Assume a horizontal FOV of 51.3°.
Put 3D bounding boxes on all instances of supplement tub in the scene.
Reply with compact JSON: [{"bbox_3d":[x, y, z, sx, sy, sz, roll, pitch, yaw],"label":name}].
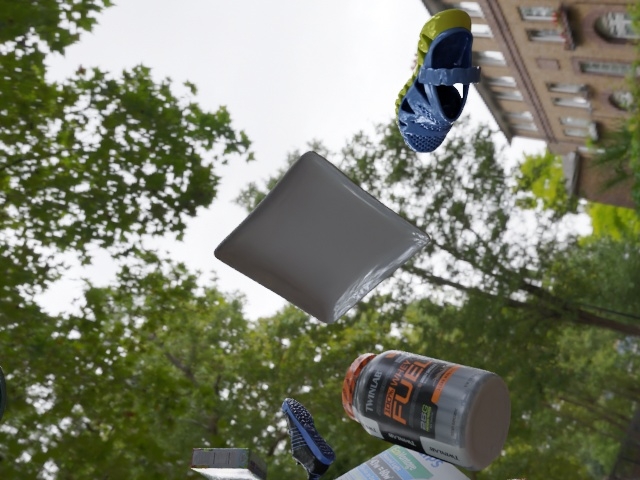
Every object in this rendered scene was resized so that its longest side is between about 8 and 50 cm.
[{"bbox_3d":[0.226,0.361,1.472,0.207,0.338,0.207,-6,-81,-48],"label":"supplement tub"}]

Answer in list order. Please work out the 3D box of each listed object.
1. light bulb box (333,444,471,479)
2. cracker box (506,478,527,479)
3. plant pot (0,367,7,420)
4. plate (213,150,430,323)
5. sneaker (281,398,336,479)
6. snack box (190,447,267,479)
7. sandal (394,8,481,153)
[{"bbox_3d":[0.188,0.682,1.535,0.361,0.358,0.225,-25,-76,-15],"label":"light bulb box"},{"bbox_3d":[0.377,0.572,1.194,0.156,0.232,0.067,-34,-7,-28],"label":"cracker box"},{"bbox_3d":[-0.526,0.138,0.736,0.293,0.196,0.293,-21,-47,-24],"label":"plant pot"},{"bbox_3d":[0.000,0.000,1.163,0.277,0.278,0.045,33,-150,-23],"label":"plate"},{"bbox_3d":[-0.051,0.515,1.725,0.081,0.232,0.090,24,-73,-41],"label":"sneaker"},{"bbox_3d":[-0.156,0.395,1.165,0.141,0.100,0.037,74,-163,-60],"label":"snack box"},{"bbox_3d":[0.226,-0.273,1.278,0.317,0.126,0.138,93,163,-56],"label":"sandal"}]
